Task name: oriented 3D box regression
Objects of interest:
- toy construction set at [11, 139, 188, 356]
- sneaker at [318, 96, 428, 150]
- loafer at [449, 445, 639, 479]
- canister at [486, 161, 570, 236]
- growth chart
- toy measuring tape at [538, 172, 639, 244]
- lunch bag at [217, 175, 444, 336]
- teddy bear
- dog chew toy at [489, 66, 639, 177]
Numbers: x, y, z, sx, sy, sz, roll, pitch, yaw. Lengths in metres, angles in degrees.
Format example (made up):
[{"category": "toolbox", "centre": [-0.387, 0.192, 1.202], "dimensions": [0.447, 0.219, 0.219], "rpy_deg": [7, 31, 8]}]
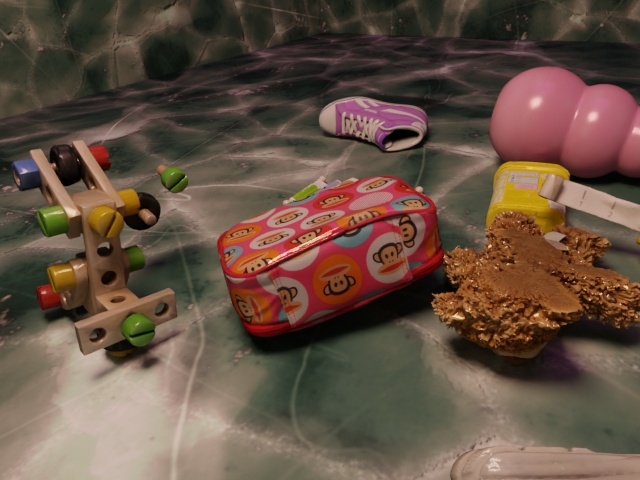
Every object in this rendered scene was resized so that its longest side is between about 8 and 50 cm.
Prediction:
[{"category": "toy construction set", "centre": [-0.309, 0.018, 0.626], "dimensions": [0.308, 0.258, 0.237], "rpy_deg": [14, 16, -48]}, {"category": "sneaker", "centre": [0.120, -0.284, 1.258], "dimensions": [0.282, 0.102, 0.161], "rpy_deg": [3, 34, 15]}, {"category": "loafer", "centre": [0.259, 0.216, 0.381], "dimensions": [0.319, 0.112, 0.112], "rpy_deg": [-2, 66, 5]}, {"category": "canister", "centre": [0.353, -0.067, 0.868], "dimensions": [0.126, 0.073, 0.170], "rpy_deg": [8, 34, 22]}, {"category": "growth chart", "centre": [0.068, -0.086, 1.001], "dimensions": [0.237, 0.021, 0.172], "rpy_deg": [10, 32, 24]}, {"category": "toy measuring tape", "centre": [0.461, -0.015, 0.667], "dimensions": [0.330, 0.121, 0.121], "rpy_deg": [24, 37, 11]}, {"category": "lunch bag", "centre": [0.000, 0.000, 0.728], "dimensions": [0.293, 0.120, 0.258], "rpy_deg": [-20, 23, -8]}, {"category": "teddy bear", "centre": [0.271, 0.054, 0.663], "dimensions": [0.245, 0.113, 0.338], "rpy_deg": [9, 25, 11]}, {"category": "dog chew toy", "centre": [0.508, -0.213, 0.986], "dimensions": [0.331, 0.207, 0.206], "rpy_deg": [22, 39, 25]}]
